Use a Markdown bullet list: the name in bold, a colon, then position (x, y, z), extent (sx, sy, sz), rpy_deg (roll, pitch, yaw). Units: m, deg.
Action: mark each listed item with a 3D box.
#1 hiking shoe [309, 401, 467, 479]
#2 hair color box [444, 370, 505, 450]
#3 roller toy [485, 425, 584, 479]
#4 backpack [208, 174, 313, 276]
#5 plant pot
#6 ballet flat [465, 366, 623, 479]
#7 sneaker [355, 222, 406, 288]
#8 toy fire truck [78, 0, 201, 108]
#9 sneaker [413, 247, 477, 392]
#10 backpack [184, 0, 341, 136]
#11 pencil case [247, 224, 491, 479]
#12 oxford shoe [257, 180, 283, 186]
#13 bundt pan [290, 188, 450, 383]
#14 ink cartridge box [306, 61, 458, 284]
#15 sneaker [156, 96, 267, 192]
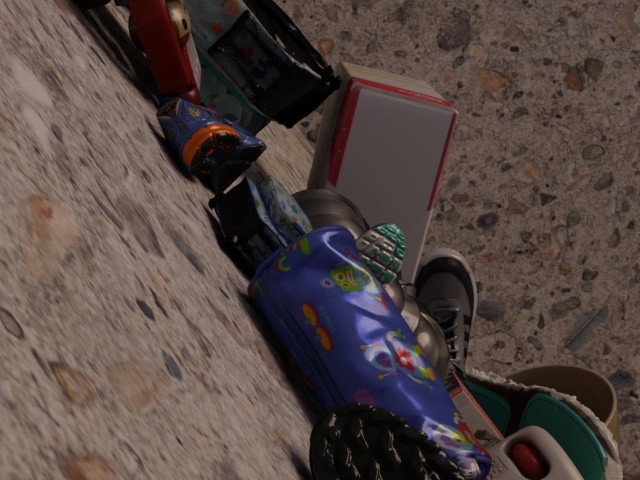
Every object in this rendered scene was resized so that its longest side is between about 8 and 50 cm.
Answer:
- **hiking shoe**: position (0.090, 0.266, 1.081), extent (0.304, 0.113, 0.132), rpy_deg (49, -26, 6)
- **hair color box**: position (0.192, 0.269, 1.846), extent (0.167, 0.093, 0.053), rpy_deg (51, 6, -29)
- **roller toy**: position (0.264, 0.346, 1.719), extent (0.209, 0.146, 0.191), rpy_deg (59, -5, 16)
- **backpack**: position (-0.052, -0.004, 1.435), extent (0.114, 0.084, 0.105), rpy_deg (55, 7, -34)
- **plant pot**: position (0.377, 0.382, 2.164), extent (0.256, 0.257, 0.274), rpy_deg (-114, -177, -65)
- **ballet flat**: position (0.318, 0.271, 1.964), extent (0.409, 0.147, 0.147), rpy_deg (24, -23, 55)
- **sneaker**: position (0.022, 0.045, 1.430), extent (0.065, 0.166, 0.076), rpy_deg (42, -3, -23)
- **toy fire truck**: position (-0.192, -0.281, 1.620), extent (0.302, 0.169, 0.253), rpy_deg (-107, 180, -70)
- **sneaker**: position (0.175, 0.154, 1.918), extent (0.153, 0.101, 0.268), rpy_deg (-91, -176, -65)
- **backpack**: position (-0.118, -0.274, 1.926), extent (0.253, 0.191, 0.225), rpy_deg (54, 7, 5)
- **pencil case**: position (0.041, 0.126, 1.272), extent (0.133, 0.119, 0.306), rpy_deg (11, 41, -51)
- **oxford shoe**: position (0.000, 0.000, 1.813), extent (0.227, 0.096, 0.083), rpy_deg (52, 8, -13)
- **bundt pan**: position (0.045, 0.070, 1.624), extent (0.331, 0.124, 0.331), rpy_deg (54, 5, -6)
- **ink cartridge box**: position (0.078, -0.110, 2.045), extent (0.160, 0.279, 0.384), rpy_deg (12, 12, -5)
- **sneaker**: position (-0.124, -0.117, 1.534), extent (0.087, 0.083, 0.221), rpy_deg (48, 0, 11)
